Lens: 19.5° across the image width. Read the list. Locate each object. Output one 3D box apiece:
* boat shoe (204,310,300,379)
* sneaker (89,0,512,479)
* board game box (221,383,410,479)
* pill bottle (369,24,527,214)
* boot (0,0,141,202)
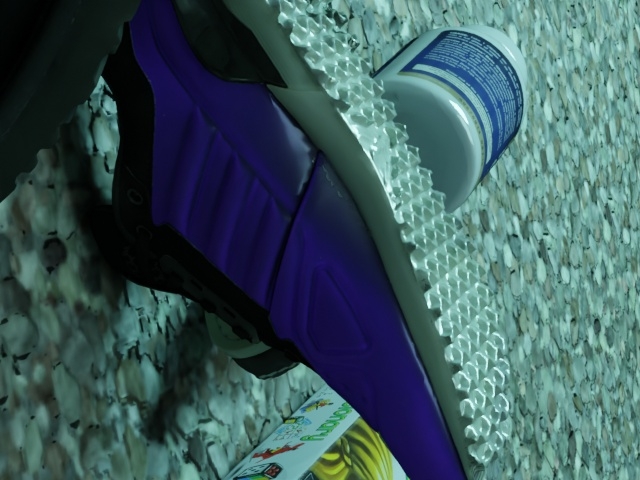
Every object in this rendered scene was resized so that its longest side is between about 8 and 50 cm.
[{"bbox_3d":[0.000,0.000,0.998,0.068,0.081,0.227,61,29,-30],"label":"boat shoe"},{"bbox_3d":[-0.023,-0.001,0.865,0.293,0.146,0.102,63,19,-1],"label":"sneaker"},{"bbox_3d":[0.026,0.246,1.010,0.193,0.053,0.305,-37,116,-63],"label":"board game box"},{"bbox_3d":[0.076,-0.080,1.171,0.169,0.094,0.094,-47,124,-59],"label":"pill bottle"},{"bbox_3d":[-0.167,-0.183,0.613,0.260,0.348,0.131,21,22,-24],"label":"boot"}]
